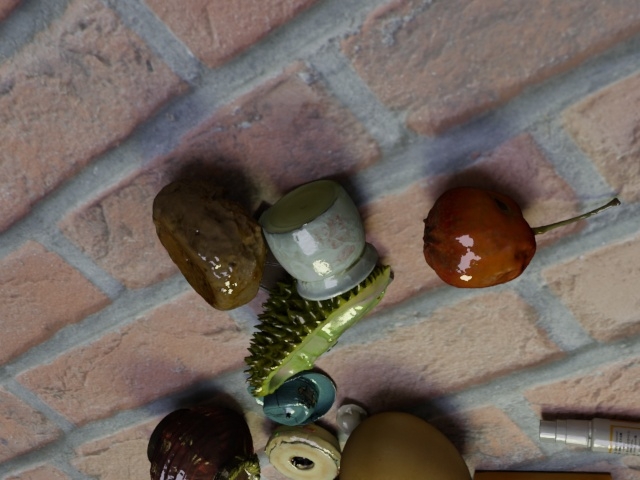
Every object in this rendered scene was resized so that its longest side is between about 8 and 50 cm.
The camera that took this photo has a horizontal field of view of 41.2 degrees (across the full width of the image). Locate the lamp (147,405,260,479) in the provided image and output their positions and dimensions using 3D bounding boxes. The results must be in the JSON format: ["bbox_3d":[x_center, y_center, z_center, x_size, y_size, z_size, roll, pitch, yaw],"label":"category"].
[{"bbox_3d":[-0.236,0.457,1.752,0.247,0.247,0.247,8,133,9],"label":"lamp"}]

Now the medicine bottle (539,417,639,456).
[{"bbox_3d":[0.517,0.364,1.569,0.221,0.061,0.092,3,151,15],"label":"medicine bottle"}]

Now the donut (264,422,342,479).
[{"bbox_3d":[-0.032,0.443,1.795,0.175,0.068,0.174,10,135,10],"label":"donut"}]

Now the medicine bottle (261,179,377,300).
[{"bbox_3d":[0.000,0.000,1.318,0.147,0.147,0.143,-14,122,27],"label":"medicine bottle"}]

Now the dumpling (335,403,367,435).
[{"bbox_3d":[0.062,0.355,1.708,0.076,0.057,0.052,66,159,-8],"label":"dumpling"}]

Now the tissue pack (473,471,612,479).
[{"bbox_3d":[0.445,0.579,1.696,0.275,0.194,0.145,-4,134,20],"label":"tissue pack"}]

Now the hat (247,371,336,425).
[{"bbox_3d":[-0.063,0.323,1.683,0.191,0.078,0.138,-24,122,33],"label":"hat"}]

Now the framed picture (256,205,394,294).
[{"bbox_3d":[-0.022,0.057,1.471,0.250,0.016,0.184,28,133,-9],"label":"framed picture"}]

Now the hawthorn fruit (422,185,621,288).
[{"bbox_3d":[0.292,-0.016,1.259,0.286,0.165,0.165,-11,132,-5],"label":"hawthorn fruit"}]

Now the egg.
[{"bbox_3d":[0.162,0.473,1.637,0.250,0.250,0.322,-13,121,27],"label":"egg"}]

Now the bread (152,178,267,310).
[{"bbox_3d":[-0.169,0.002,1.352,0.230,0.123,0.230,48,160,24],"label":"bread"}]

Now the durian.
[{"bbox_3d":[-0.027,0.165,1.459,0.170,0.157,0.355,17,136,-22],"label":"durian"}]

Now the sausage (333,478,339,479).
[{"bbox_3d":[0.049,0.599,1.870,0.136,0.120,0.241,10,141,-11],"label":"sausage"}]
